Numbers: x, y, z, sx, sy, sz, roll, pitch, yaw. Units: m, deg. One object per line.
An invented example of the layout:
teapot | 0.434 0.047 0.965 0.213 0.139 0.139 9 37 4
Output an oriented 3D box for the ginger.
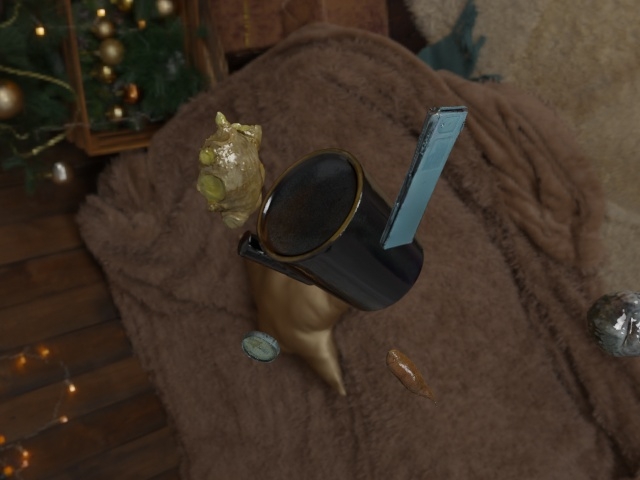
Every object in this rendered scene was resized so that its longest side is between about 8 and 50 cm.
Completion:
ginger | -0.155 -0.128 1.404 0.102 0.157 0.216 13 128 32

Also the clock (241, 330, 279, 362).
clock | -0.129 0.228 1.684 0.085 0.017 0.085 12 133 13

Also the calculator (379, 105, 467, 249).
calculator | 0.107 -0.065 0.838 0.018 0.057 0.172 43 128 35

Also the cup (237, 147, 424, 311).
cup | 0.010 -0.014 1.065 0.239 0.177 0.166 18 75 46

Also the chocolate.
chocolate | 0.524 0.136 1.265 0.110 0.248 0.110 -26 59 54

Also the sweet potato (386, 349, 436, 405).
sweet potato | 0.209 0.315 1.784 0.056 0.056 0.195 -8 130 49
